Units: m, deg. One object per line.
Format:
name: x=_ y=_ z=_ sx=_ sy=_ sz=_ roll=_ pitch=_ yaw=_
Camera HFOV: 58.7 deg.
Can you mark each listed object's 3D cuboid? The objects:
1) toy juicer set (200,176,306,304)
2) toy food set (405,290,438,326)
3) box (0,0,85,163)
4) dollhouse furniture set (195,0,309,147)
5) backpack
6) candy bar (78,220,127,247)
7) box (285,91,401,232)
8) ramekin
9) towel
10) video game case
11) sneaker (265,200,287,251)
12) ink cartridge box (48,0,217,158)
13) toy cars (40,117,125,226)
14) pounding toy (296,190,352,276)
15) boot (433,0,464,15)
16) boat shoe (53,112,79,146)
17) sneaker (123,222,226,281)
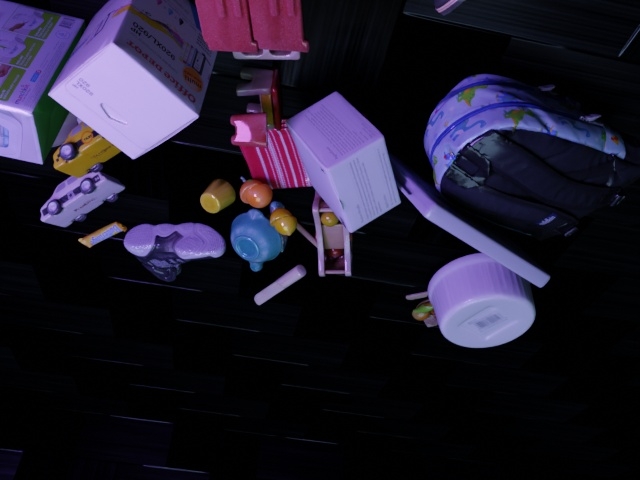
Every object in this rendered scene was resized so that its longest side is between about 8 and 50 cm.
toy juicer set: x=-0.125 y=-0.008 z=1.336 sx=0.209 sy=0.089 sz=0.329 roll=-11 pitch=115 yaw=31
toy food set: x=0.342 y=0.216 z=1.697 sx=0.132 sy=0.038 sz=0.192 roll=-16 pitch=138 yaw=24
box: x=-0.549 y=-0.284 z=0.962 sx=0.231 sy=0.261 sz=0.126 roll=10 pitch=142 yaw=-9
dollhouse furniture set: x=-0.083 y=-0.303 z=0.940 sx=0.152 sy=0.201 sz=0.374 roll=1 pitch=141 yaw=4
backpack: x=0.364 y=-0.156 z=1.074 sx=0.356 sy=0.273 sz=0.290 roll=-1 pitch=150 yaw=-30
candy bar: x=-0.574 y=-0.017 z=1.506 sx=0.162 sy=0.018 sz=0.040 roll=-20 pitch=136 yaw=29
box: x=0.044 y=-0.147 z=1.074 sx=0.119 sy=0.182 sz=0.181 roll=-31 pitch=139 yaw=-6
ramekin: x=0.436 y=0.171 z=1.530 sx=0.277 sy=0.135 sz=0.277 roll=-1 pitch=138 yaw=-1
towel: x=-0.029 y=-0.183 z=1.228 sx=0.275 sy=0.031 sz=0.198 roll=-3 pitch=142 yaw=9
video game case: x=0.279 y=-0.054 z=1.165 sx=0.329 sy=0.300 sz=0.036 roll=28 pitch=108 yaw=-27
sneaker: x=-0.125 y=-0.033 z=1.408 sx=0.076 sy=0.065 sz=0.166 roll=9 pitch=139 yaw=6
ink cartridge box: x=-0.295 y=-0.293 z=0.946 sx=0.168 sy=0.232 sz=0.171 roll=-23 pitch=135 yaw=31
toy cars: x=-0.511 y=-0.164 z=1.248 sx=0.177 sy=0.087 sz=0.393 roll=-15 pitch=160 yaw=-39
pounding toy: x=0.000 y=0.000 z=1.360 sx=0.155 sy=0.154 sz=0.269 roll=-1 pitch=141 yaw=7
boot: x=0.200 y=-0.451 z=0.838 sx=0.137 sy=0.076 sz=0.198 roll=27 pitch=124 yaw=-20
boat shoe: x=-0.532 y=-0.265 z=1.165 sx=0.065 sy=0.075 sz=0.206 roll=57 pitch=138 yaw=5
sneaker: x=-0.363 y=0.034 z=1.488 sx=0.269 sy=0.101 sz=0.153 roll=4 pitch=143 yaw=11
